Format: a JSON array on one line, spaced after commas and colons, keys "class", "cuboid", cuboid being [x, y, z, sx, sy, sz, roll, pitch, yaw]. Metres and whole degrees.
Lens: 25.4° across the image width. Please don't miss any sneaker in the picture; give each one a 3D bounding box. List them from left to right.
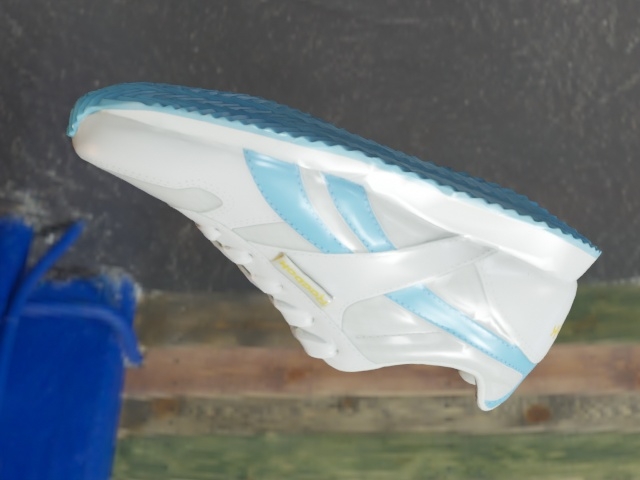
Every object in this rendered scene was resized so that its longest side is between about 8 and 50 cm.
[{"class": "sneaker", "cuboid": [0.000, 0.000, 0.591, 0.229, 0.087, 0.092, 21, 102, -11]}]
